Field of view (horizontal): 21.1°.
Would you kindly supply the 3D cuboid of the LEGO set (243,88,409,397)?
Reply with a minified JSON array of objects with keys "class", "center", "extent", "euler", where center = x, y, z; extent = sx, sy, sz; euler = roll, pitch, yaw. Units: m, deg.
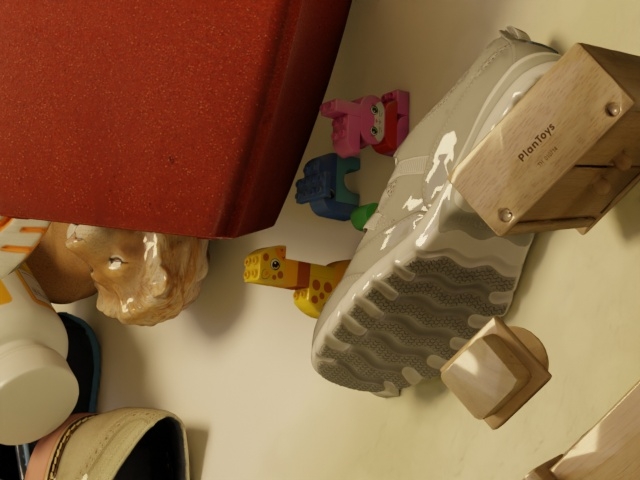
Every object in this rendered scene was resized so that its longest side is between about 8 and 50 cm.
[{"class":"LEGO set","center":[0.000,0.000,1.263],"extent":[0.087,0.093,0.227],"euler":[-15,69,53]}]

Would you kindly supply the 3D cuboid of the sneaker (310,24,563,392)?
[{"class":"sneaker","center":[0.087,-0.017,1.161],"extent":[0.281,0.105,0.115],"euler":[-53,30,19]}]

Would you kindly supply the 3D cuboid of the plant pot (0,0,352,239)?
[{"class":"plant pot","center":[-0.123,-0.128,1.265],"extent":[0.267,0.267,0.235],"euler":[-24,-61,-81]}]

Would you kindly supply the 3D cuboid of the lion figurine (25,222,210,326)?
[{"class":"lion figurine","center":[-0.204,-0.017,1.553],"extent":[0.392,0.142,0.240],"euler":[150,116,-64]}]

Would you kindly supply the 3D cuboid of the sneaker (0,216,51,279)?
[{"class":"sneaker","center":[-0.258,-0.061,1.431],"extent":[0.083,0.084,0.215],"euler":[124,154,-59]}]

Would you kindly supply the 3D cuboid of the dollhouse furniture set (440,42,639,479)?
[{"class":"dollhouse furniture set","center":[0.260,0.043,0.932],"extent":[0.355,0.174,0.303],"euler":[48,111,15]}]

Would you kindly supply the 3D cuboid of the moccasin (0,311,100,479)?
[{"class":"moccasin","center":[-0.287,0.234,1.588],"extent":[0.138,0.117,0.342],"euler":[-20,65,51]}]

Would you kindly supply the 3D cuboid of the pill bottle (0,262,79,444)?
[{"class":"pill bottle","center":[-0.290,0.076,1.490],"extent":[0.208,0.118,0.117],"euler":[50,122,39]}]

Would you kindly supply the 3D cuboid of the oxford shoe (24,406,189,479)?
[{"class":"oxford shoe","center":[-0.175,0.324,1.389],"extent":[0.146,0.140,0.397],"euler":[-21,65,48]}]
